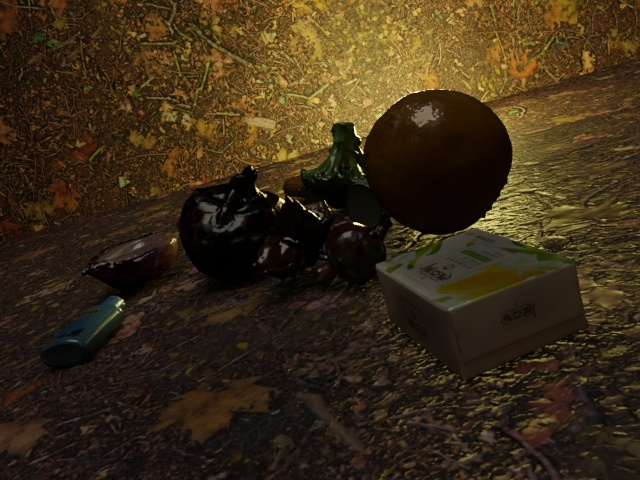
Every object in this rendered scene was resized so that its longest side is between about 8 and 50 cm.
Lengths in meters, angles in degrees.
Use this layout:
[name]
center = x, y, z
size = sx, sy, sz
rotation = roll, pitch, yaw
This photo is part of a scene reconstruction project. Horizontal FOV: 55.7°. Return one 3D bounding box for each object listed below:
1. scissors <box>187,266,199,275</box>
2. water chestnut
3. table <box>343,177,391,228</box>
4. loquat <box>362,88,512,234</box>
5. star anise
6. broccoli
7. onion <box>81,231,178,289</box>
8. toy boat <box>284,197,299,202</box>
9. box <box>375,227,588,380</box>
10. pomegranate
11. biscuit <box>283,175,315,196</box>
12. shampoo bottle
[scissors]
center = -0.272, 0.059, 1.640
size = 0.176, 0.022, 0.085
rotation = -18, 10, 8
[water chestnut]
center = -0.206, -0.052, 1.494
size = 0.300, 0.300, 0.300
rotation = -15, 15, 4
[table]
center = 0.178, -0.127, 1.640
size = 0.126, 0.126, 0.220
rotation = -1, 21, 44
[loquat]
center = 0.259, -0.174, 1.343
size = 0.328, 0.328, 0.328
rotation = -15, 15, 4
[star anise]
center = -0.002, -0.007, 1.317
size = 0.346, 0.237, 0.148
rotation = -12, 45, -22
[broccoli]
center = 0.061, -0.228, 1.856
size = 0.254, 0.269, 0.269
rotation = 4, 20, 13
[onion]
center = -0.532, 0.073, 1.668
size = 0.227, 0.120, 0.283
rotation = -3, 16, 34
[toy boat]
center = -0.103, -0.106, 1.976
size = 0.066, 0.065, 0.172
rotation = -5, 8, -10
[box]
center = 0.222, 0.079, 0.889
size = 0.194, 0.111, 0.260
rotation = -20, 17, -12
[pomegranate]
center = 0.054, 0.029, 1.225
size = 0.159, 0.129, 0.129
rotation = -17, 12, 36
[biscuit]
center = 0.005, -0.203, 2.189
size = 0.296, 0.075, 0.296
rotation = -10, 13, 2
[shampoo bottle]
center = -0.504, 0.192, 1.332
size = 0.104, 0.061, 0.258
rotation = -13, 15, 9
